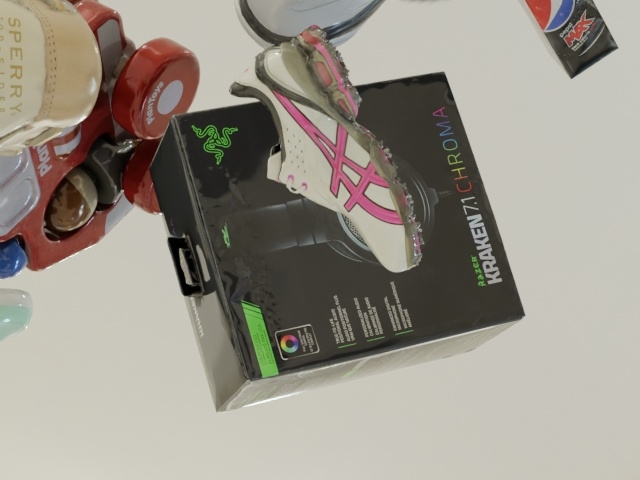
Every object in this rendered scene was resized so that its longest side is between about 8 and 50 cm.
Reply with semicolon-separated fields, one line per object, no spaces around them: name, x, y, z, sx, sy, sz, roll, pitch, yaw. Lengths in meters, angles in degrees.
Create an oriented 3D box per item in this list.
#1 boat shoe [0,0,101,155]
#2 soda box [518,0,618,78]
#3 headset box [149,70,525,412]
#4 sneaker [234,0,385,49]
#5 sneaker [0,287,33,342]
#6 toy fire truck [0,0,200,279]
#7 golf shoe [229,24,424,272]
boat shoe;-0.202;-0.103;0.867;0.110;0.341;0.121;-1;-78;-16
soda box;0.202;-0.228;1.248;0.053;0.060;0.169;-34;-55;8
headset box;0.000;0.000;1.249;0.283;0.246;0.131;-11;-15;-20
sneaker;0.072;-0.304;1.088;0.366;0.137;0.210;-48;-2;-4
sneaker;-0.350;0.146;1.253;0.256;0.151;0.094;-24;-17;-31
toy fire truck;-0.259;-0.090;1.387;0.254;0.169;0.302;-46;-22;-29
golf shoe;0.007;-0.053;0.983;0.086;0.067;0.186;-29;-79;1
